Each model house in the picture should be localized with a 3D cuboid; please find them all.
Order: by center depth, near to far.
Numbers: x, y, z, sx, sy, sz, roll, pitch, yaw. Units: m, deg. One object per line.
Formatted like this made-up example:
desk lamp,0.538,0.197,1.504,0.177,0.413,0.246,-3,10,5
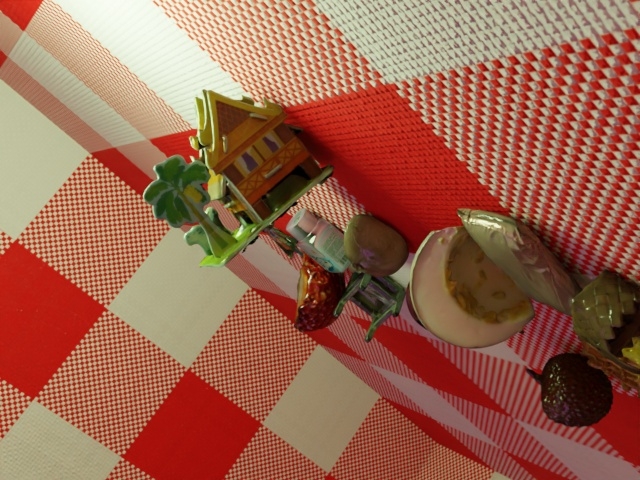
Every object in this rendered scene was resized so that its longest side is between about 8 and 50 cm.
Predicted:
model house,-0.213,-0.147,1.660,0.313,0.358,0.242,50,164,-10

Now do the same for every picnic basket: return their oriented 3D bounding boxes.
picnic basket,0.520,0.148,1.307,0.178,0.128,0.138,45,171,36

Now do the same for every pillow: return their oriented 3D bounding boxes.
pillow,0.377,0.040,1.427,0.270,0.067,0.173,44,168,-28

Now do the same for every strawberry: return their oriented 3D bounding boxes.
strawberry,0.006,0.148,2.295,0.149,0.265,0.336,9,178,-2

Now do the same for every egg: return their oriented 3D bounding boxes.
egg,0.286,0.092,1.581,0.271,0.206,0.162,42,-169,-7

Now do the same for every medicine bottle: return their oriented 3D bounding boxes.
medicine bottle,0.000,0.000,2.118,0.188,0.094,0.119,41,166,-18

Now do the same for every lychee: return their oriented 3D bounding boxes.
lychee,0.555,0.334,1.743,0.197,0.165,0.165,9,160,10

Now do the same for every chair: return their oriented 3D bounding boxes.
chair,0.155,0.148,2.216,0.136,0.147,0.270,39,-151,-3

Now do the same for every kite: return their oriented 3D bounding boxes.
kite,-0.138,-0.002,2.593,0.234,0.016,0.321,35,166,1

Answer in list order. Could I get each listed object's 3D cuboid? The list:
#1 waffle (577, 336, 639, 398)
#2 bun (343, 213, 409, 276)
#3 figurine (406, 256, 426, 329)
waffle,0.625,0.253,1.549,0.229,0.057,0.219,27,163,34
bun,0.122,0.022,1.868,0.167,0.113,0.173,38,163,-5
figurine,0.276,0.131,1.746,0.173,0.173,0.173,34,166,10
